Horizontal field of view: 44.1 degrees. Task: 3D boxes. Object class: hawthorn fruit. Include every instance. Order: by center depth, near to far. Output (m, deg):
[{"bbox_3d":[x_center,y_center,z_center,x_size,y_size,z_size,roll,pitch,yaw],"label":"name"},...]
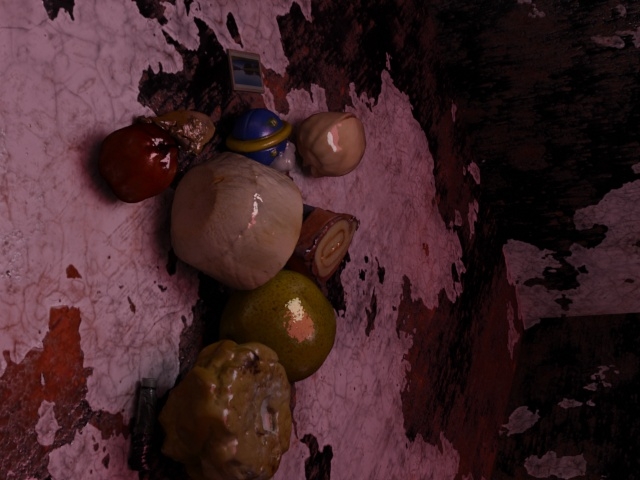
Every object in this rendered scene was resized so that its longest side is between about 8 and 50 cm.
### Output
[{"bbox_3d":[-0.354,-0.165,1.603,0.157,0.193,0.157,32,48,-45],"label":"hawthorn fruit"}]

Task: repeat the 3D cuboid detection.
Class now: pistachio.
[{"bbox_3d":[0.040,-0.290,2.324,0.193,0.214,0.318,44,25,8],"label":"pistachio"}]

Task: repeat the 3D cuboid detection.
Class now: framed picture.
[{"bbox_3d":[-0.199,-0.452,2.120,0.149,0.011,0.109,-13,95,-61],"label":"framed picture"}]

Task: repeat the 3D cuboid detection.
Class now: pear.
[{"bbox_3d":[-0.107,0.211,1.880,0.294,0.294,0.295,20,67,-58],"label":"pear"}]

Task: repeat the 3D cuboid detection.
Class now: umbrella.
[{"bbox_3d":[-0.361,0.378,1.627,0.050,0.046,0.189,87,3,-74],"label":"umbrella"}]

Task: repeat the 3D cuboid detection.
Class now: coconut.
[{"bbox_3d":[-0.179,-0.036,1.804,0.328,0.328,0.329,20,67,-58],"label":"coconut"}]

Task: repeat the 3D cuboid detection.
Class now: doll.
[{"bbox_3d":[-0.123,-0.237,2.060,0.311,0.159,0.243,-49,125,-57],"label":"doll"}]

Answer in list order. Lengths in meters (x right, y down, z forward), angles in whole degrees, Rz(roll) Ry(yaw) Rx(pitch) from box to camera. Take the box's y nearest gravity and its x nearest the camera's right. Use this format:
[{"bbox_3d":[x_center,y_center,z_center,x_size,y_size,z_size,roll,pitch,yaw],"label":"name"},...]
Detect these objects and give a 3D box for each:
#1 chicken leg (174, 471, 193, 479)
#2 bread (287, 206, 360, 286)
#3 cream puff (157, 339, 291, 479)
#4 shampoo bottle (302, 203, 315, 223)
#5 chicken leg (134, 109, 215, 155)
[{"bbox_3d":[-0.294,0.526,1.734,0.083,0.021,0.036,29,49,-60],"label":"chicken leg"},{"bbox_3d":[0.003,0.008,2.205,0.244,0.123,0.190,-47,142,-32],"label":"bread"},{"bbox_3d":[-0.219,0.367,1.658,0.324,0.257,0.291,38,49,-55],"label":"cream puff"},{"bbox_3d":[-0.047,-0.061,2.264,0.233,0.049,0.087,16,74,-58],"label":"shampoo bottle"},{"bbox_3d":[-0.329,-0.246,1.787,0.207,0.085,0.101,-5,103,-52],"label":"chicken leg"}]
